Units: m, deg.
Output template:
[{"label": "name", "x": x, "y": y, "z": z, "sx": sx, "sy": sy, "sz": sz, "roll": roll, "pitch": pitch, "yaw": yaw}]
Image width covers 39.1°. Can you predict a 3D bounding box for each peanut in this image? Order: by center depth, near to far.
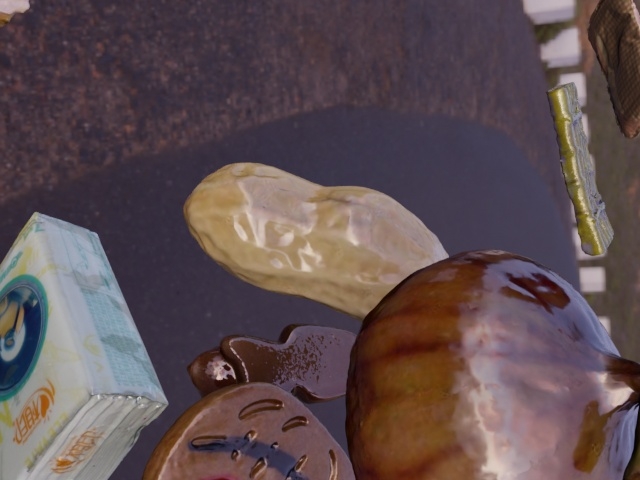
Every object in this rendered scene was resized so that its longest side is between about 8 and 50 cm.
[{"label": "peanut", "x": 0.000, "y": 0.000, "z": 1.014, "sx": 0.152, "sy": 0.313, "sz": 0.152, "roll": -161, "pitch": -90, "yaw": -86}]

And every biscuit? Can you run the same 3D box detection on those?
[{"label": "biscuit", "x": -0.089, "y": 0.365, "z": 1.158, "sx": 0.314, "sy": 0.063, "sz": 0.367, "roll": -49, "pitch": 124, "yaw": -24}]

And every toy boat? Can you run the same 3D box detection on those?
[{"label": "toy boat", "x": 0.178, "y": -0.050, "z": 0.618, "sx": 0.063, "sy": 0.016, "sz": 0.115, "roll": -31, "pitch": 107, "yaw": -63}]

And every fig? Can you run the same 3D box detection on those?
[{"label": "fig", "x": 0.130, "y": 0.123, "z": 0.635, "sx": 0.235, "sy": 0.214, "sz": 0.235, "roll": 37, "pitch": 21, "yaw": -17}]

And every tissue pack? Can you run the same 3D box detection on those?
[{"label": "tissue pack", "x": -0.417, "y": 0.192, "z": 1.410, "sx": 0.162, "sy": 0.287, "sz": 0.388, "roll": 18, "pitch": 29, "yaw": -43}]

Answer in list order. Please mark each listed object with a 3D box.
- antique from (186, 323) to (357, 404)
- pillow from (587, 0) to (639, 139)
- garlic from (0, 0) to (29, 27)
[{"label": "antique", "x": -0.065, "y": 0.191, "z": 1.311, "sx": 0.143, "sy": 0.257, "sz": 0.121, "roll": -32, "pitch": -114, "yaw": 59}, {"label": "pillow", "x": 0.437, "y": -0.260, "z": 1.298, "sx": 0.135, "sy": 0.034, "sz": 0.211, "roll": 98, "pitch": -17, "yaw": -63}, {"label": "garlic", "x": -0.397, "y": -0.257, "z": 0.943, "sx": 0.101, "sy": 0.196, "sz": 0.087, "roll": 36, "pitch": 62, "yaw": -43}]
